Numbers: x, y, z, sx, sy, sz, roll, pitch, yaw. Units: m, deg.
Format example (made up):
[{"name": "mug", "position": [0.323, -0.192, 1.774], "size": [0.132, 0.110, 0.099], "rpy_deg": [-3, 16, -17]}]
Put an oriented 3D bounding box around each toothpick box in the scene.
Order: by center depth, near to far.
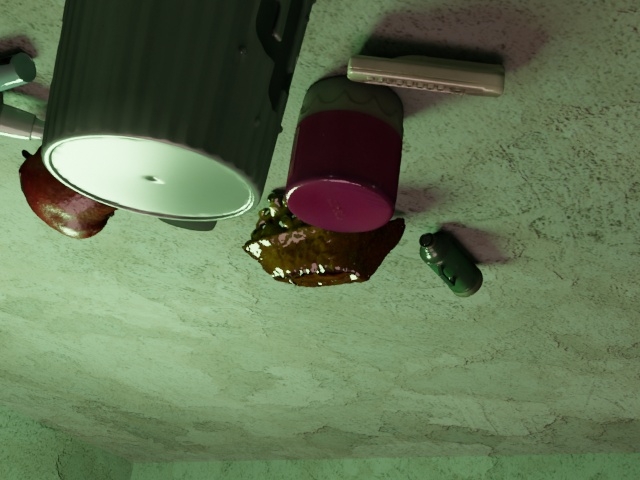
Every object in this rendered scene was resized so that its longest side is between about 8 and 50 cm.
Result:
[{"name": "toothpick box", "position": [-0.510, -0.273, 1.715], "size": [0.083, 0.052, 0.052], "rpy_deg": [-9, 149, 29]}]

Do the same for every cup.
[{"name": "cup", "position": [-0.138, -0.236, 1.312], "size": [0.401, 0.392, 0.310], "rpy_deg": [24, 156, -39]}]

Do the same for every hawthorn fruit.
[{"name": "hawthorn fruit", "position": [-0.453, -0.106, 1.910], "size": [0.202, 0.185, 0.185], "rpy_deg": [29, 151, -7]}]

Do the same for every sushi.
[{"name": "sushi", "position": [-0.004, 0.000, 2.017], "size": [0.296, 0.179, 0.167], "rpy_deg": [-5, 168, 32]}]

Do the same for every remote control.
[{"name": "remote control", "position": [0.155, -0.246, 1.555], "size": [0.230, 0.049, 0.090], "rpy_deg": [7, -176, 2]}]

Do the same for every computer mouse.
[{"name": "computer mouse", "position": [-0.253, -0.069, 2.043], "size": [0.120, 0.057, 0.232], "rpy_deg": [13, 154, -9]}]

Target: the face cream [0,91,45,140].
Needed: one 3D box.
[{"name": "face cream", "position": [-0.587, -0.216, 1.799], "size": [0.251, 0.101, 0.101], "rpy_deg": [14, 153, -11]}]

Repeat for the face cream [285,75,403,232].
[{"name": "face cream", "position": [0.041, -0.134, 1.663], "size": [0.175, 0.195, 0.175], "rpy_deg": [6, 153, 3]}]

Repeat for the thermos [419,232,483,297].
[{"name": "thermos", "position": [0.249, 0.045, 2.093], "size": [0.073, 0.083, 0.187], "rpy_deg": [17, 163, 42]}]
